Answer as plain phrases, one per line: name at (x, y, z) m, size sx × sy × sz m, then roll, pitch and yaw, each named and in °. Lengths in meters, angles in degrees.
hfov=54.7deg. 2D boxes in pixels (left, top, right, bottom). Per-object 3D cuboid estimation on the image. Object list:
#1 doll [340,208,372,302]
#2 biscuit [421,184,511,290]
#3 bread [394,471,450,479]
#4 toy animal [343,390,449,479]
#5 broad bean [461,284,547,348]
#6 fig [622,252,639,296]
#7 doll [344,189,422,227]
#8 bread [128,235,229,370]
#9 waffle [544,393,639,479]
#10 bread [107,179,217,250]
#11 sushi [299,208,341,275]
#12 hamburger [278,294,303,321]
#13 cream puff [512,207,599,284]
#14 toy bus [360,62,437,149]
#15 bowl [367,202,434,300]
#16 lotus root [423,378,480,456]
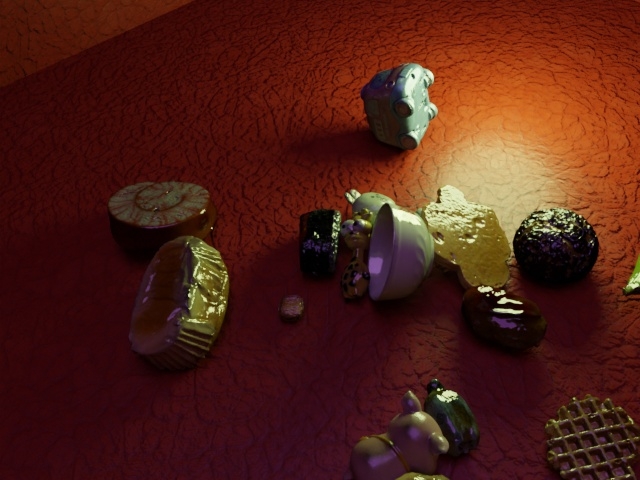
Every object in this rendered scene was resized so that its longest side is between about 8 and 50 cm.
doll at (0.106, 0.038, 1.806) m, size 0.117 × 0.086 × 0.291 m, roll -17°, pitch 57°, yaw 41°
biscuit at (0.423, -0.006, 1.824) m, size 0.269 × 0.051 × 0.376 m, roll -1°, pitch 57°, yaw -22°
bread at (0.214, 0.606, 1.287) m, size 0.244 × 0.134 × 0.245 m, roll 0°, pitch 69°, yaw 0°
toy animal at (0.165, 0.488, 1.412) m, size 0.248 × 0.149 × 0.165 m, roll -39°, pitch 59°, yaw -1°
broad bean at (0.482, 0.203, 1.641) m, size 0.228 × 0.122 × 0.156 m, roll 25°, pitch 45°, yaw 20°
fig at (0.958, 0.041, 1.672) m, size 0.314 × 0.233 × 0.233 m, roll -4°, pitch 49°, yaw 8°
doll at (0.193, -0.074, 1.917) m, size 0.275 × 0.113 × 0.155 m, roll 22°, pitch 34°, yaw 28°
bread at (-0.382, 0.174, 1.728) m, size 0.236 × 0.183 × 0.389 m, roll -4°, pitch 54°, yaw 22°
waffle at (0.650, 0.481, 1.431) m, size 0.253 × 0.056 × 0.249 m, roll -37°, pitch 56°, yaw -25°
bread at (-0.498, -0.079, 1.942) m, size 0.327 × 0.114 × 0.295 m, roll 2°, pitch 33°, yaw 2°
sushi at (0.000, 0.000, 1.853) m, size 0.126 × 0.136 × 0.225 m, roll 0°, pitch 42°, yaw 2°
hamburger at (-0.084, 0.191, 1.753) m, size 0.076 × 0.044 × 0.083 m, roll 4°, pitch 52°, yaw 6°
cream puff at (0.670, 0.008, 1.761) m, size 0.239 × 0.165 × 0.239 m, roll -3°, pitch 46°, yaw 3°
toy bus at (0.255, -0.460, 2.126) m, size 0.231 × 0.294 × 0.197 m, roll 13°, pitch 54°, yaw 29°
bowl at (0.228, 0.038, 1.726) m, size 0.145 × 0.277 × 0.277 m, roll 5°, pitch 49°, yaw -8°
lotus root at (0.308, 0.422, 1.491) m, size 0.113 × 0.088 × 0.192 m, roll -11°, pitch 48°, yaw -16°
